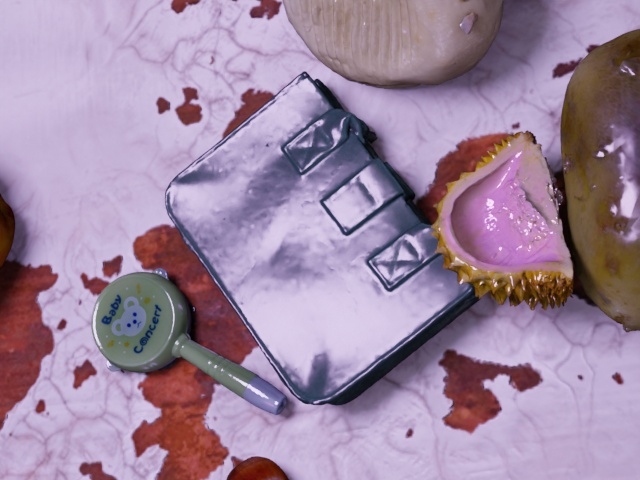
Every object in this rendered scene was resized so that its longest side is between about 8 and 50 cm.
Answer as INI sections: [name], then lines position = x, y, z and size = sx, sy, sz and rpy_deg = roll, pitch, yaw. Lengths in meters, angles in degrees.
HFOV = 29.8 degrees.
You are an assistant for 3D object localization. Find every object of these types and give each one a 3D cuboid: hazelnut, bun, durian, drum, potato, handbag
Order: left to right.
[drum]
position = -0.144, 0.107, 1.372
size = 0.253, 0.049, 0.130
rpy_deg = 12, 84, 19
[hazelnut]
position = -0.072, 0.276, 1.307
size = 0.086, 0.086, 0.086
rpy_deg = -3, 79, 17
[handbag]
position = -0.001, 0.001, 1.327
size = 0.238, 0.089, 0.326
rpy_deg = -38, 70, 8
[bun]
position = 0.079, -0.278, 1.294
size = 0.259, 0.259, 0.160
rpy_deg = 28, 48, 20
[durian]
position = 0.198, -0.009, 1.218
size = 0.132, 0.165, 0.182
rpy_deg = -42, 71, 30
[potato]
position = 0.338, -0.063, 1.184
size = 0.210, 0.173, 0.307
rpy_deg = -13, 78, 12

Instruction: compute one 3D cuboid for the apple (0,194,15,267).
[apple]
position = -0.469, -0.013, 1.410
size = 0.230, 0.230, 0.230
rpy_deg = -3, 79, 17
